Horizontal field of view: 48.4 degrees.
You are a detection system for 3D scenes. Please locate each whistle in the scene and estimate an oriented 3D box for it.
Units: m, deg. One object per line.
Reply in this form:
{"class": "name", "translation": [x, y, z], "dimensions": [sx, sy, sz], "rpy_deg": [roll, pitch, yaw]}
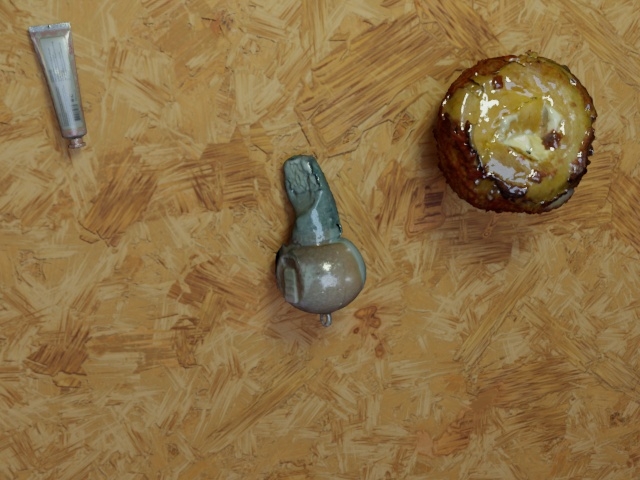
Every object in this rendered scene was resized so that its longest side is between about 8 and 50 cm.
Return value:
{"class": "whistle", "translation": [0.000, 0.000, 1.419], "dimensions": [0.189, 0.189, 0.348], "rpy_deg": [-10, 98, -16]}

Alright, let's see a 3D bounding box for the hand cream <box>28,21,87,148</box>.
{"class": "hand cream", "translation": [-0.444, -0.264, 1.229], "dimensions": [0.067, 0.043, 0.210], "rpy_deg": [-12, 107, -17]}

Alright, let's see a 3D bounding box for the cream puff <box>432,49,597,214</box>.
{"class": "cream puff", "translation": [0.382, -0.203, 1.432], "dimensions": [0.350, 0.228, 0.351], "rpy_deg": [1, 86, -11]}
